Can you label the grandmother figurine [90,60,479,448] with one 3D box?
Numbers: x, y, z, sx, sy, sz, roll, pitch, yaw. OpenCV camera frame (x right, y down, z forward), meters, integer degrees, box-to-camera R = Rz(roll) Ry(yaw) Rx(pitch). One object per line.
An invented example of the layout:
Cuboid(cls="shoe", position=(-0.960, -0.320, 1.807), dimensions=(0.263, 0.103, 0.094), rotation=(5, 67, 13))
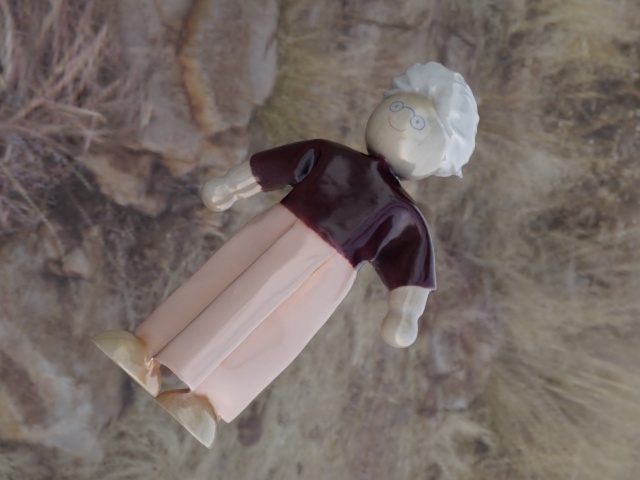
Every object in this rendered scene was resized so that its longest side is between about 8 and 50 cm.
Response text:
Cuboid(cls="grandmother figurine", position=(0.000, 0.000, 0.811), dimensions=(0.342, 0.208, 0.104), rotation=(-48, 172, -11))
